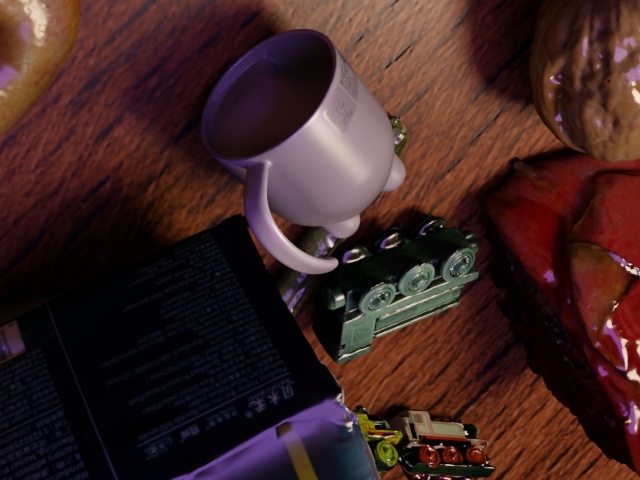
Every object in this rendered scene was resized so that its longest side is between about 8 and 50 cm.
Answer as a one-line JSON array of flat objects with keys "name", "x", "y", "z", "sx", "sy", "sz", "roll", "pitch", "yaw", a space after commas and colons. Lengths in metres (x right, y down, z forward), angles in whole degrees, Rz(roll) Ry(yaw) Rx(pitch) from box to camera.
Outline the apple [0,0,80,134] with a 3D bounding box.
[{"name": "apple", "x": -0.271, "y": -0.163, "z": 0.923, "sx": 0.211, "sy": 0.188, "sz": 0.211, "roll": -15, "pitch": 128, "yaw": -20}]

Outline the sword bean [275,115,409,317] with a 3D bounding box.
[{"name": "sword bean", "x": 0.001, "y": -0.001, "z": 1.259, "sx": 0.269, "sy": 0.038, "sz": 0.043, "roll": -56, "pitch": 152, "yaw": 13}]

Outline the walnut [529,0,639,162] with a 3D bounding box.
[{"name": "walnut", "x": 0.260, "y": -0.156, "z": 1.218, "sx": 0.155, "sy": 0.155, "sz": 0.184, "roll": -19, "pitch": 123, "yaw": -16}]

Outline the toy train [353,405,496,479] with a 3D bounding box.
[{"name": "toy train", "x": 0.068, "y": 0.209, "z": 1.393, "sx": 0.250, "sy": 0.085, "sz": 0.053, "roll": 8, "pitch": 141, "yaw": -28}]

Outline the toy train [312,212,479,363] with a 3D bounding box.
[{"name": "toy train", "x": 0.073, "y": 0.043, "z": 1.293, "sx": 0.170, "sy": 0.071, "sz": 0.111, "roll": -20, "pitch": 142, "yaw": -25}]

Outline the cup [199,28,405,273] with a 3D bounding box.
[{"name": "cup", "x": -0.002, "y": -0.068, "z": 1.128, "sx": 0.134, "sy": 0.173, "sz": 0.142, "roll": -35, "pitch": 131, "yaw": 10}]

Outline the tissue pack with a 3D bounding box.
[{"name": "tissue pack", "x": -0.177, "y": 0.197, "z": 1.095, "sx": 0.417, "sy": 0.264, "sz": 0.253, "roll": -28, "pitch": 137, "yaw": -8}]

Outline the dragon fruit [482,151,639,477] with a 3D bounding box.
[{"name": "dragon fruit", "x": 0.359, "y": 0.028, "z": 1.340, "sx": 0.329, "sy": 0.228, "sz": 0.286, "roll": -28, "pitch": 126, "yaw": -6}]

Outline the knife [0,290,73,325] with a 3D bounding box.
[{"name": "knife", "x": -0.258, "y": 0.075, "z": 1.158, "sx": 0.278, "sy": 0.053, "sz": 0.123, "roll": -18, "pitch": 144, "yaw": -19}]
